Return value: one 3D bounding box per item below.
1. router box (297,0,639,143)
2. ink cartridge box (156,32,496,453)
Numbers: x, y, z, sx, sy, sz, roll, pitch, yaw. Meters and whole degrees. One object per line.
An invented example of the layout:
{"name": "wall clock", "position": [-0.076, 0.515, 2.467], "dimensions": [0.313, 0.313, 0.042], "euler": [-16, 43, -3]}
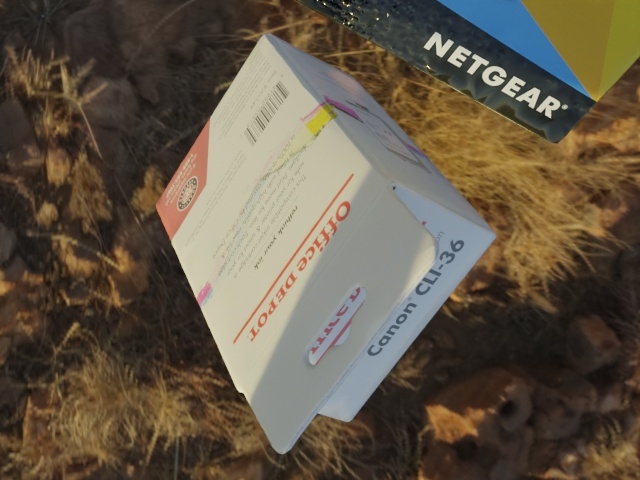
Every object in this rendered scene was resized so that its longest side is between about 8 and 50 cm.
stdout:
{"name": "router box", "position": [0.040, -0.124, 0.306], "dimensions": [0.179, 0.046, 0.133], "euler": [26, 129, -15]}
{"name": "ink cartridge box", "position": [0.000, 0.000, 0.466], "dimensions": [0.067, 0.198, 0.115], "euler": [23, 112, -35]}
